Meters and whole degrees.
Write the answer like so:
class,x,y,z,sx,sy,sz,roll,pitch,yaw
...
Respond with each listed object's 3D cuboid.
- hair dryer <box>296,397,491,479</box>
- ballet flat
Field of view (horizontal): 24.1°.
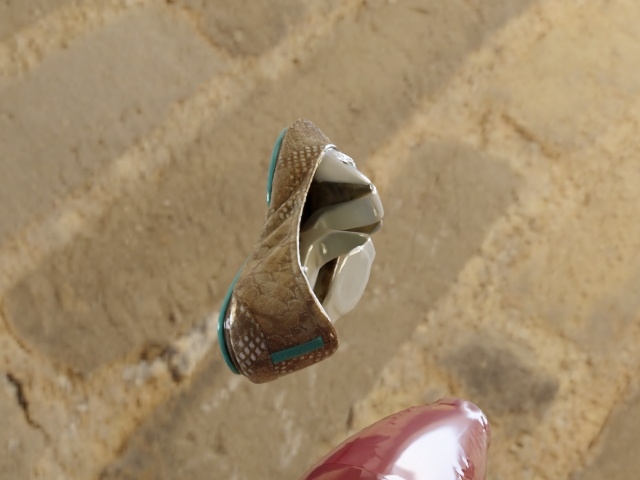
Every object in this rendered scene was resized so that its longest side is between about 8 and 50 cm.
class,x,y,z,sx,sy,sz,roll,pitch,yaw
hair dryer,-0.032,0.151,0.662,0.293,0.223,0.080,-31,-84,-24
ballet flat,0.000,0.000,0.810,0.067,0.073,0.206,-9,-142,18
